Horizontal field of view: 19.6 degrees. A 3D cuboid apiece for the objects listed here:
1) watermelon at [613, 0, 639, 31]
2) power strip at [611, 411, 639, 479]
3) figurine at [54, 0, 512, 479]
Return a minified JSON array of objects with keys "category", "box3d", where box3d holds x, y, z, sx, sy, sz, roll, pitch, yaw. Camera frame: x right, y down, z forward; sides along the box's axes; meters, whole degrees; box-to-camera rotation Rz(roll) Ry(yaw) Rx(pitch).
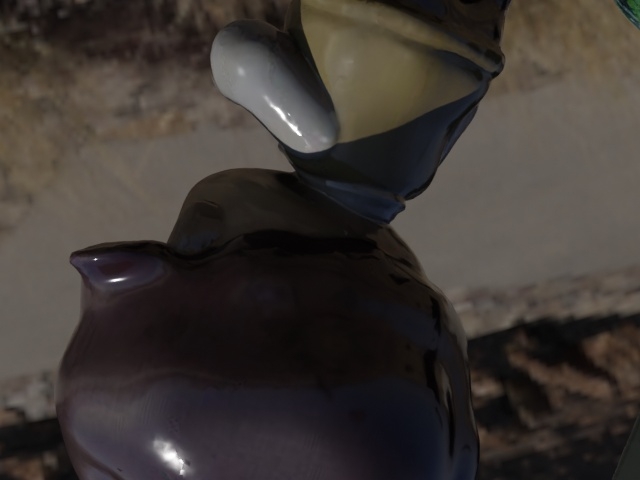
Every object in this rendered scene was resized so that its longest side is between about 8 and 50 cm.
[{"category":"watermelon","box3d":[0.374,-0.230,1.695,0.202,0.136,0.207,-24,138,14]},{"category":"power strip","box3d":[0.336,0.172,1.446,0.193,0.265,0.059,6,143,36]},{"category":"figurine","box3d":[-0.016,-0.009,0.918,0.206,0.365,0.218,6,173,27]}]
